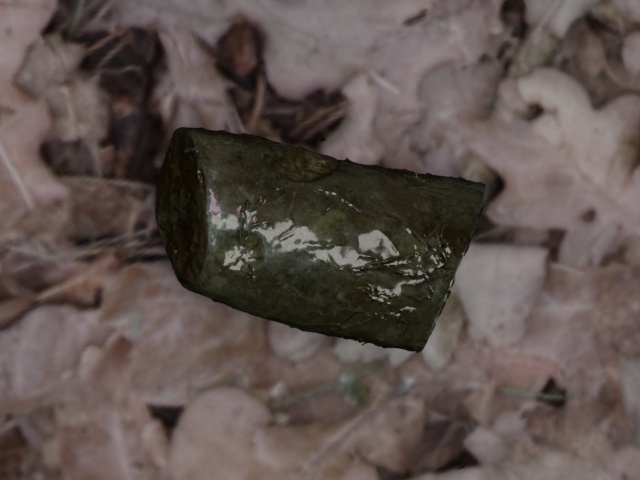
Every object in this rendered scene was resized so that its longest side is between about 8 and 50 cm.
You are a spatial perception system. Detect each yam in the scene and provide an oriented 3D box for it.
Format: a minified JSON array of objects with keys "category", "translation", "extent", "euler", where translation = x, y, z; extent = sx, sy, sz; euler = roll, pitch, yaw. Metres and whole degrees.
[{"category":"yam","translation":[0.000,0.000,1.045],"extent":[0.183,0.107,0.107],"euler":[13,92,-12]}]
